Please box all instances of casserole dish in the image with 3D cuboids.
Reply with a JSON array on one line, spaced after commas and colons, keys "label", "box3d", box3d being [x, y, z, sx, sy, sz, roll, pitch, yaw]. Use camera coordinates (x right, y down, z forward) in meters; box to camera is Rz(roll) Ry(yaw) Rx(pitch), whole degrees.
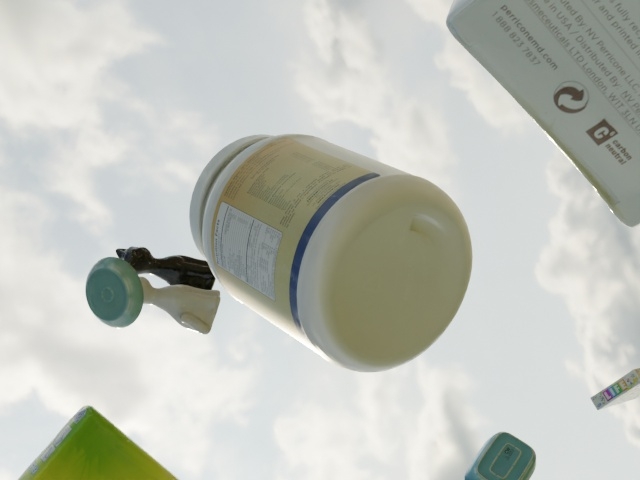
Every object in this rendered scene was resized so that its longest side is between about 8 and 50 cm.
[{"label": "casserole dish", "box3d": [0.367, 0.452, 2.129, 0.114, 0.037, 0.188, 31, -137, 17]}]

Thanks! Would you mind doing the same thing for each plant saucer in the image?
[{"label": "plant saucer", "box3d": [-0.341, 0.087, 1.724, 0.021, 0.119, 0.119, -16, -98, -61]}]

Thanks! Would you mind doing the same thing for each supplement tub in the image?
[{"label": "supplement tub", "box3d": [0.000, 0.000, 1.260, 0.228, 0.228, 0.316, 46, 169, -37]}]

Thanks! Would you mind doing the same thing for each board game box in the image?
[{"label": "board game box", "box3d": [0.566, 0.260, 1.909, 0.154, 0.103, 0.026, -2, -124, -49]}]

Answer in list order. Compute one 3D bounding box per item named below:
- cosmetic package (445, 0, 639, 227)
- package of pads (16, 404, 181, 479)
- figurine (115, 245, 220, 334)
[{"label": "cosmetic package", "box3d": [0.391, -0.296, 1.215, 0.329, 0.327, 0.394, 45, -147, -14]}, {"label": "package of pads", "box3d": [-0.275, 0.395, 1.402, 0.296, 0.229, 0.101, 43, 166, -9]}, {"label": "figurine", "box3d": [-0.314, 0.090, 2.122, 0.209, 0.092, 0.215, 17, -158, -15]}]
